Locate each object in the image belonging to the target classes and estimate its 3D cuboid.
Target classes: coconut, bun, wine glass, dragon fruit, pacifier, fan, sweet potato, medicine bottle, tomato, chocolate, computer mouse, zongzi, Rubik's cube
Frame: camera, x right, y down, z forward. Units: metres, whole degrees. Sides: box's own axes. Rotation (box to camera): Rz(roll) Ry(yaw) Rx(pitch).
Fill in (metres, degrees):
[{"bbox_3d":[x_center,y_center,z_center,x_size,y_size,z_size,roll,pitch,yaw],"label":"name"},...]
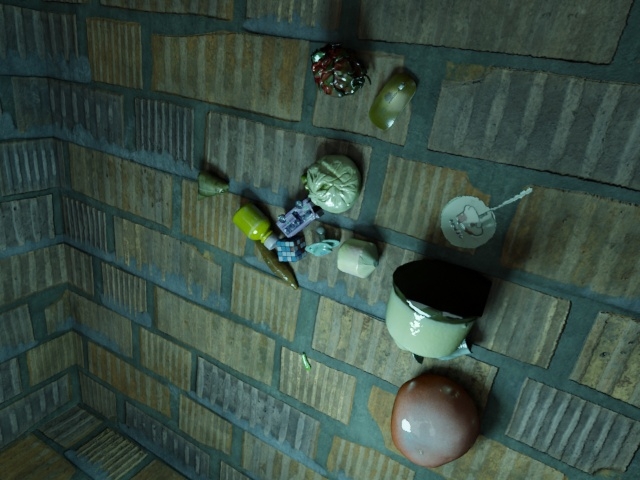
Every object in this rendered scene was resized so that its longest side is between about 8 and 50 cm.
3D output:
[{"bbox_3d":[0.154,0.070,1.681,0.153,0.147,0.147,13,112,33],"label":"coconut"},{"bbox_3d":[0.042,-0.214,1.654,0.229,0.145,0.229,11,112,30],"label":"bun"},{"bbox_3d":[0.459,0.405,1.640,0.222,0.103,0.103,-22,94,35],"label":"wine glass"},{"bbox_3d":[0.062,-0.584,1.508,0.182,0.182,0.188,-38,76,33],"label":"dragon fruit"},{"bbox_3d":[0.000,0.000,1.777,0.150,0.127,0.116,-22,70,40],"label":"pacifier"},{"bbox_3d":[0.558,-0.091,1.474,0.329,0.009,0.190,-30,89,34],"label":"fan"},{"bbox_3d":[-0.208,0.100,1.943,0.314,0.072,0.066,45,137,7],"label":"sweet potato"},{"bbox_3d":[-0.271,-0.054,1.896,0.212,0.122,0.122,44,122,10],"label":"medicine bottle"},{"bbox_3d":[0.426,0.694,1.650,0.341,0.273,0.341,10,110,28],"label":"tomato"},{"bbox_3d":[0.396,0.255,1.519,0.326,0.314,0.297,13,121,22],"label":"chocolate"},{"bbox_3d":[0.246,-0.479,1.506,0.102,0.045,0.199,43,123,8],"label":"computer mouse"},{"bbox_3d":[-0.500,-0.220,2.007,0.160,0.078,0.176,32,129,17],"label":"zongzi"},{"bbox_3d":[-0.123,0.034,1.857,0.092,0.092,0.092,2,107,29],"label":"Rubik's cube"}]

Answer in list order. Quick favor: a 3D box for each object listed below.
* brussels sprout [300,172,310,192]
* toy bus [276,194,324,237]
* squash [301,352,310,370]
[{"bbox_3d":[-0.053,-0.232,1.756,0.046,0.051,0.083,-34,88,7],"label":"brussels sprout"},{"bbox_3d":[-0.082,-0.101,1.789,0.199,0.096,0.108,-36,91,35],"label":"toy bus"},{"bbox_3d":[-0.071,0.571,2.045,0.027,0.027,0.089,-21,93,33],"label":"squash"}]
